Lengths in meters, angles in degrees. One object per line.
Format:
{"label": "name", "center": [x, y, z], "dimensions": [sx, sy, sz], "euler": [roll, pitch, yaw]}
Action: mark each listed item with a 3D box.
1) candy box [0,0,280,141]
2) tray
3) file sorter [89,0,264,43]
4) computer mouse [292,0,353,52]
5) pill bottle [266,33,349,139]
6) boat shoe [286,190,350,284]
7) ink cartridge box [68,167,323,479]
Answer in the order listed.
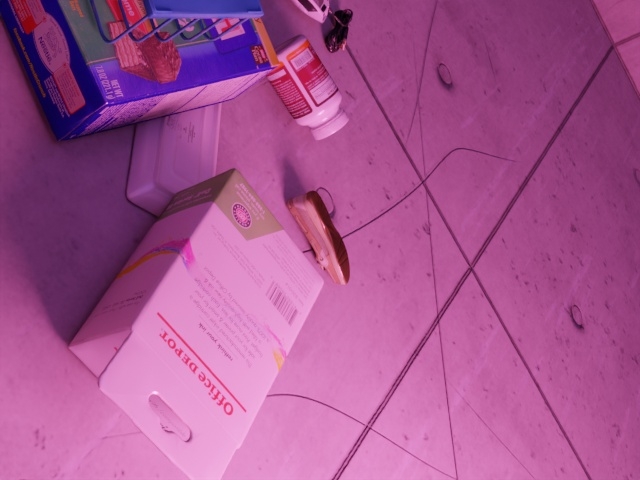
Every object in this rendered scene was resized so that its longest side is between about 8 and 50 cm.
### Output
{"label": "candy box", "center": [-0.233, -0.294, 1.340], "dimensions": [0.317, 0.122, 0.268], "euler": [-24, 90, -49]}
{"label": "tray", "center": [-0.185, -0.144, 1.434], "dimensions": [0.145, 0.030, 0.270], "euler": [30, 50, -40]}
{"label": "file sorter", "center": [-0.174, -0.297, 1.232], "dimensions": [0.170, 0.104, 0.118], "euler": [-13, 84, -47]}
{"label": "computer mouse", "center": [-0.014, -0.406, 1.790], "dimensions": [0.193, 0.042, 0.106], "euler": [44, 46, -39]}
{"label": "pill bottle", "center": [-0.022, -0.236, 1.649], "dimensions": [0.152, 0.086, 0.086], "euler": [57, 37, -16]}
{"label": "boat shoe", "center": [-0.001, 0.000, 1.597], "dimensions": [0.153, 0.048, 0.056], "euler": [64, 23, -17]}
{"label": "ink cartridge box", "center": [-0.151, 0.109, 1.252], "dimensions": [0.207, 0.119, 0.353], "euler": [53, 42, -24]}
